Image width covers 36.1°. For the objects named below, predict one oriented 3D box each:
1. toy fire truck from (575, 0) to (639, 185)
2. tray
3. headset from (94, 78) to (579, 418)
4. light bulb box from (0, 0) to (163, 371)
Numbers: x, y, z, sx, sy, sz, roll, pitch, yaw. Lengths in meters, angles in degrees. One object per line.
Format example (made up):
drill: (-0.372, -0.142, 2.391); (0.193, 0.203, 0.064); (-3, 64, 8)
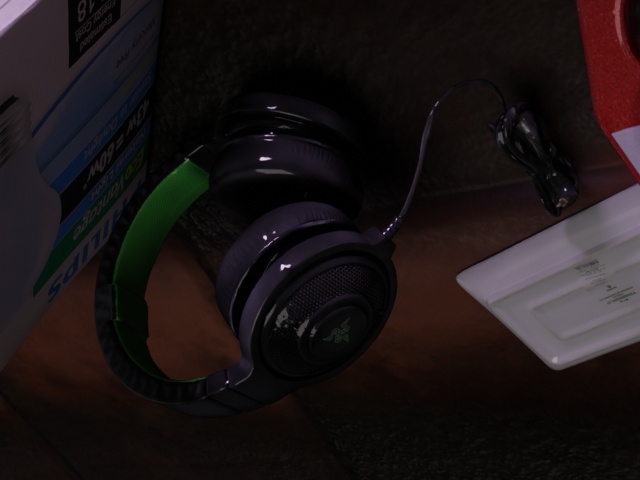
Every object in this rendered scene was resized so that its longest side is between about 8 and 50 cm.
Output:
toy fire truck: (0.270, -0.152, 0.537); (0.302, 0.169, 0.254); (-36, 85, 46)
tray: (0.249, 0.036, 0.815); (0.145, 0.030, 0.270); (42, 137, -15)
headset: (0.000, 0.000, 0.785); (0.394, 0.243, 0.185); (-26, 143, 24)
light bulb box: (-0.300, -0.083, 0.735); (0.225, 0.358, 0.361); (25, 140, 6)
